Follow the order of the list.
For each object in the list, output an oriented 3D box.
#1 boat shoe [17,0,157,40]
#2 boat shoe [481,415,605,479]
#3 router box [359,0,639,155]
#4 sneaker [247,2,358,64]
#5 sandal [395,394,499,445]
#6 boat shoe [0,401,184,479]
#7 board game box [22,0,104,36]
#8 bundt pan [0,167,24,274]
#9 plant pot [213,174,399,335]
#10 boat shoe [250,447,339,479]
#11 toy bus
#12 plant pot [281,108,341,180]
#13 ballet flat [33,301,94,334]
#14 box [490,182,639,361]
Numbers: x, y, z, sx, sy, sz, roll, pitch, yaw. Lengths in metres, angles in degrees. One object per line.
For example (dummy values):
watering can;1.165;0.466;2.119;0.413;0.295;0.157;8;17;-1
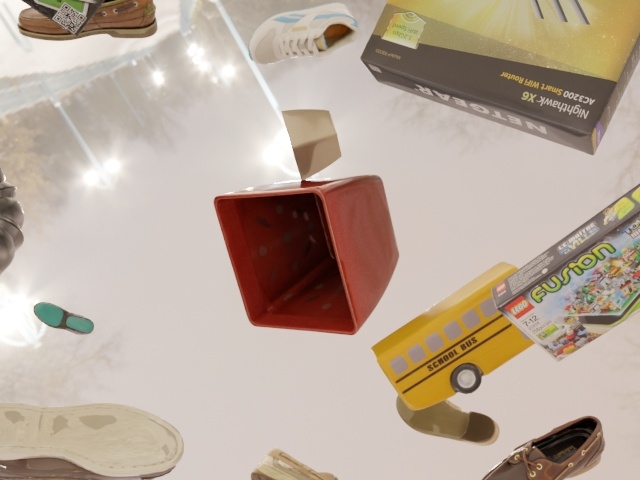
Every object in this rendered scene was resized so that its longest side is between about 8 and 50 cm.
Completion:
boat shoe;-0.521;-0.516;1.613;0.307;0.104;0.111;-6;-133;-8
boat shoe;0.293;0.301;0.977;0.207;0.073;0.073;-27;-138;-17
router box;0.238;-0.273;0.890;0.308;0.081;0.243;24;-91;25
sneaker;-0.035;-0.408;1.454;0.228;0.087;0.092;-21;-135;-4
sandal;0.267;0.377;1.497;0.240;0.079;0.088;9;-114;43
boat shoe;-0.367;0.312;1.072;0.324;0.097;0.117;6;-140;-10
board game box;-0.187;-0.214;0.315;0.136;0.259;0.030;-39;-144;31
bundt pan;-0.686;-0.054;1.327;0.124;0.331;0.331;-26;-162;29
plant pot;0.000;0.000;1.374;0.267;0.267;0.235;-1;-160;40
boat shoe;0.003;0.601;1.725;0.341;0.122;0.110;25;-139;17
toy bus;0.256;0.143;1.172;0.332;0.130;0.108;-33;-175;0
plant pot;-0.014;-0.206;1.481;0.096;0.109;0.109;-17;-124;1
ballet flat;-0.470;0.144;1.316;0.041;0.114;0.041;-38;-143;36
box;0.297;0.035;0.762;0.207;0.114;0.036;-41;-156;25
